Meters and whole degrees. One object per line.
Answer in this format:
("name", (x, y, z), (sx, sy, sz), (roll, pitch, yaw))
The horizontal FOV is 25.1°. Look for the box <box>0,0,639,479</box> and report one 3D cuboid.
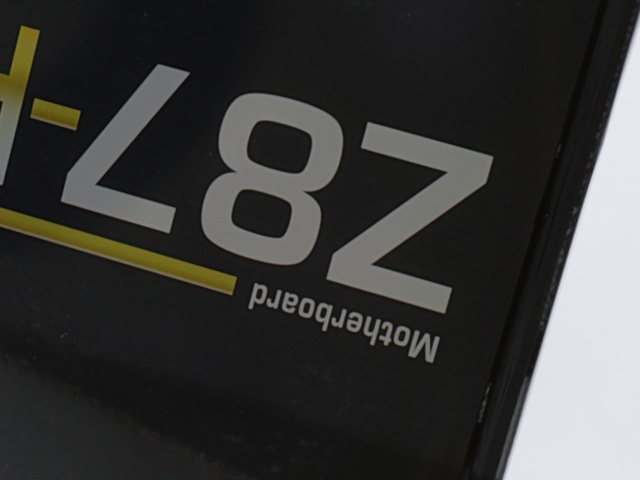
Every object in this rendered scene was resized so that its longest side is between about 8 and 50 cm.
("box", (-0.115, -0.066, 0.406), (0.395, 0.097, 0.318), (17, -82, 9))
